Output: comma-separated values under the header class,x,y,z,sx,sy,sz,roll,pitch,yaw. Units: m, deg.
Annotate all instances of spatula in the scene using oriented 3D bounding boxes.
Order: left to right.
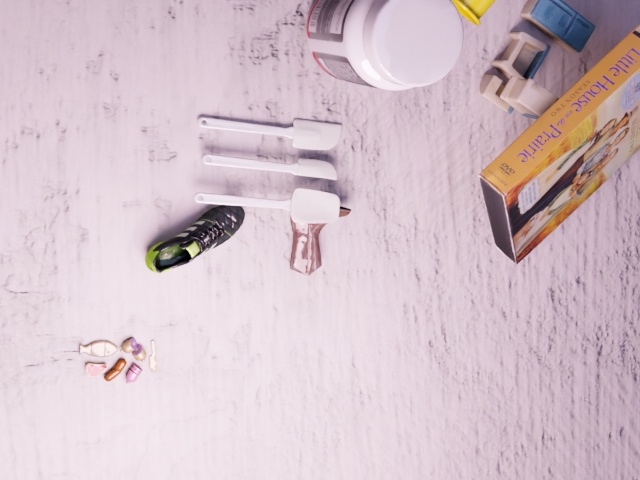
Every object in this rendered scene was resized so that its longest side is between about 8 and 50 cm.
class,x,y,z,sx,sy,sz,roll,pitch,yaw
spatula,-0.082,-0.116,1.561,0.242,0.019,0.168,4,89,-19

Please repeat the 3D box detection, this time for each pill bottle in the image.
class,x,y,z,sx,sy,sz,roll,pitch,yaw
pill bottle,0.093,-0.307,1.446,0.161,0.283,0.161,-4,105,-17

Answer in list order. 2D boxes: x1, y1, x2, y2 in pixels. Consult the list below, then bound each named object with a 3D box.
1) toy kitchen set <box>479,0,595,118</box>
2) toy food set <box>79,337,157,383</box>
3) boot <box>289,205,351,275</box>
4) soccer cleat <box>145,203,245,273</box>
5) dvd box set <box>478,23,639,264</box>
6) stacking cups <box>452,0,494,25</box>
class,x,y,z,sx,sy,sz,roll,pitch,yaw
toy kitchen set,0.386,-0.295,1.610,0.122,0.166,0.207,29,93,-22
toy food set,-0.325,0.198,1.573,0.122,0.019,0.078,-6,105,-17
boot,0.000,0.000,1.623,0.106,0.037,0.114,-2,101,-4
soccer cleat,-0.193,0.001,1.540,0.179,0.072,0.060,-31,111,-9
dvd box set,0.446,-0.167,1.622,0.420,0.062,0.307,-42,154,-5
stacking cups,0.325,-0.493,1.554,0.096,0.096,0.316,39,98,-22
